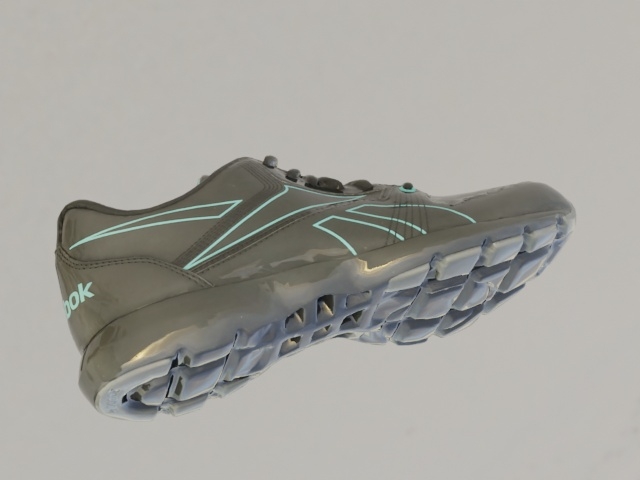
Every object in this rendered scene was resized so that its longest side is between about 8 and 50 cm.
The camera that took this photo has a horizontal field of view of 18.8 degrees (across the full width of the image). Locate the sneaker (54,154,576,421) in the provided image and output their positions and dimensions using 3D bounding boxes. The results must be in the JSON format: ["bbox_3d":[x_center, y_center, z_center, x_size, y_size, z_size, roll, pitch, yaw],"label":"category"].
[{"bbox_3d":[0.000,0.000,0.935,0.267,0.106,0.101,-14,153,-24],"label":"sneaker"}]
